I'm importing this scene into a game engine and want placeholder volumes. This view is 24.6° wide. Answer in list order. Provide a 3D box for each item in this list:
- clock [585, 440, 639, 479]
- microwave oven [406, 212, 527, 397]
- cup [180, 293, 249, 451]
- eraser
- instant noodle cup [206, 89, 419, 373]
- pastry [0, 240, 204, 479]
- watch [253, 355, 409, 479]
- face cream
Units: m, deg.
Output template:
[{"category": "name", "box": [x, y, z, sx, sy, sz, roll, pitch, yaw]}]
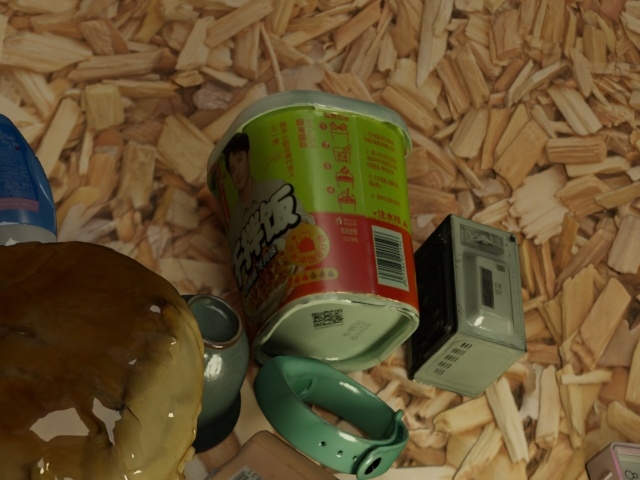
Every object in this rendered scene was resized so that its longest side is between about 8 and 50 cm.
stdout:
[{"category": "clock", "box": [0.471, 0.386, 2.070, 0.150, 0.063, 0.197, 11, 47, -27]}, {"category": "microwave oven", "box": [0.201, 0.091, 2.091, 0.122, 0.162, 0.208, 16, 49, -20]}, {"category": "cup", "box": [-0.162, 0.140, 1.812, 0.199, 0.150, 0.199, 18, 44, -18]}, {"category": "eraser", "box": [0.002, 0.351, 1.703, 0.290, 0.087, 0.171, 31, 51, 25]}, {"category": "instant noodle cup", "box": [0.000, 0.000, 1.983, 0.294, 0.294, 0.308, 10, 54, -27]}, {"category": "pastry", "box": [-0.310, 0.176, 1.575, 0.409, 0.245, 0.409, -3, 38, 2]}, {"category": "watch", "box": [0.020, 0.221, 1.861, 0.195, 0.068, 0.237, 38, 11, 27]}, {"category": "face cream", "box": [-0.407, -0.043, 1.866, 0.149, 0.083, 0.264, -1, 53, -33]}]
